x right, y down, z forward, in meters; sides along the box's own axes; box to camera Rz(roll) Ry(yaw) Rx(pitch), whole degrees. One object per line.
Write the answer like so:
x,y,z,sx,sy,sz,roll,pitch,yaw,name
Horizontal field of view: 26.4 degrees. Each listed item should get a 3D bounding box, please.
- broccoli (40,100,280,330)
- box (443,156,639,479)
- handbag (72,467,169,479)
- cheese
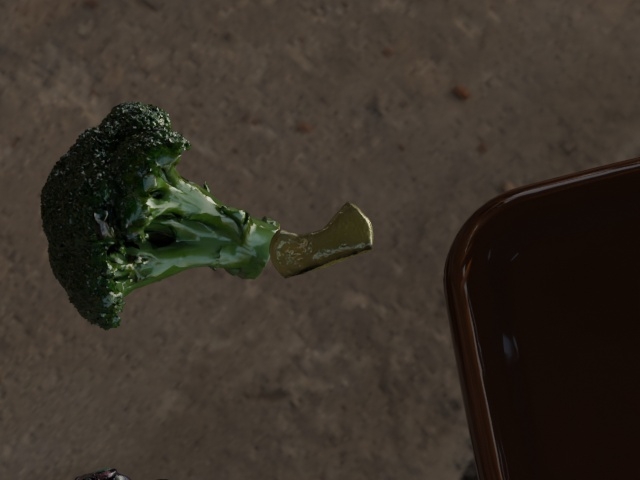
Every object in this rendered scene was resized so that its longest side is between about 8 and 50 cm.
-0.182,-0.022,1.533,0.269,0.254,0.269,18,20,-7,broccoli
0.237,0.077,0.659,0.229,0.339,0.239,52,27,-73,box
-0.190,0.306,1.064,0.113,0.162,0.260,15,63,-25,handbag
0.000,0.000,1.064,0.030,0.083,0.044,-69,141,-86,cheese
